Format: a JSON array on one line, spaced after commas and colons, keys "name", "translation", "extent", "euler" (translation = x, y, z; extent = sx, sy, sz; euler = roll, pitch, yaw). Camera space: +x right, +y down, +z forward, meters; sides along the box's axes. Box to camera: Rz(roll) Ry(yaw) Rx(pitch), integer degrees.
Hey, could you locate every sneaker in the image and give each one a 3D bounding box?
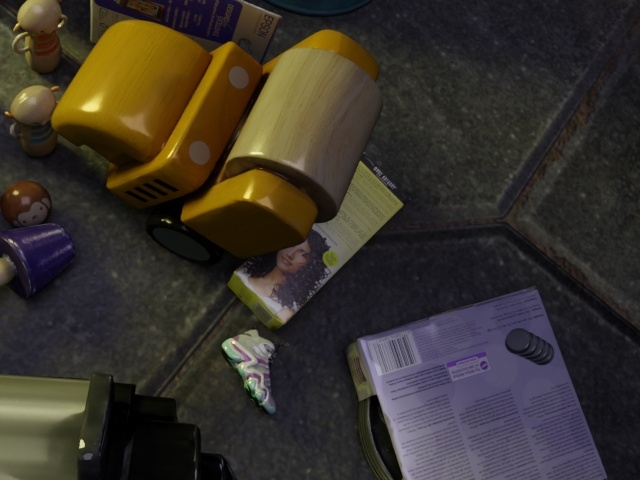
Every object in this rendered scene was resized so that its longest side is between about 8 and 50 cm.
[{"name": "sneaker", "translation": [-0.061, 0.142, 0.916], "extent": [0.069, 0.038, 0.098], "euler": [-31, 84, -22]}]

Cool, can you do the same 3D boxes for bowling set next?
[{"name": "bowling set", "translation": [-0.343, -0.123, 0.855], "extent": [0.287, 0.154, 0.200], "euler": [-41, 87, -23]}]

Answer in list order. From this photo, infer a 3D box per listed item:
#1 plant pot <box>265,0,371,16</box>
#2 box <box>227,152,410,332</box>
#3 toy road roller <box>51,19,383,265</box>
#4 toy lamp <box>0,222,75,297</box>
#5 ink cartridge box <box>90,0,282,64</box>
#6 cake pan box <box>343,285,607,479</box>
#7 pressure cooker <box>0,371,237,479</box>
[{"name": "plant pot", "translation": [0.011, -0.471, 1.019], "extent": [0.271, 0.255, 0.272], "euler": [5, 72, -14]}, {"name": "box", "translation": [0.000, 0.000, 0.970], "extent": [0.087, 0.058, 0.232], "euler": [44, 66, 1]}, {"name": "toy road roller", "translation": [-0.122, -0.120, 0.830], "extent": [0.240, 0.329, 0.203], "euler": [35, 65, -27]}, {"name": "toy lamp", "translation": [-0.373, 0.058, 0.804], "extent": [0.274, 0.080, 0.080], "euler": [-34, 84, -39]}, {"name": "ink cartridge box", "translation": [-0.158, -0.256, 0.926], "extent": [0.208, 0.206, 0.045], "euler": [17, 72, -11]}, {"name": "cake pan box", "translation": [0.179, 0.205, 0.952], "extent": [0.266, 0.070, 0.246], "euler": [-14, 75, -20]}, {"name": "pressure cooker", "translation": [-0.257, 0.291, 0.632], "extent": [0.420, 0.370, 0.376], "euler": [6, 75, -11]}]
